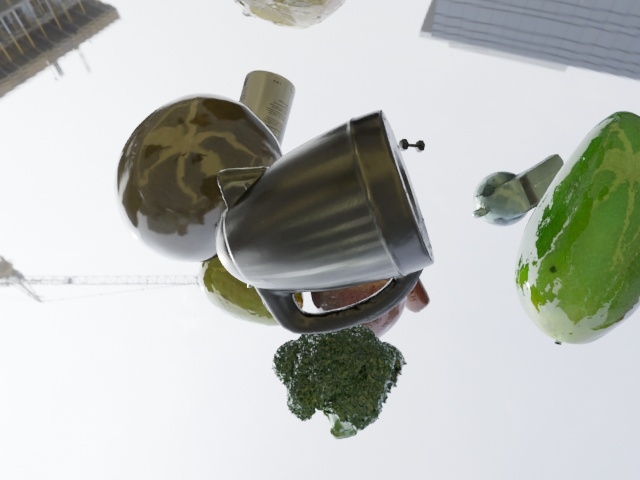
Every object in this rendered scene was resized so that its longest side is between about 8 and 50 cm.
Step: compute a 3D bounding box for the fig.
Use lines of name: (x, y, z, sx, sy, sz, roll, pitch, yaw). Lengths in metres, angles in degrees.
fig: (-0.191, 0.118, 1.416, 0.326, 0.258, 0.258, 39, -114, 23)

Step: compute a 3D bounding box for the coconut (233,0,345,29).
coconut: (-0.082, -0.660, 1.083, 0.405, 0.404, 0.404, -1, -124, 2)

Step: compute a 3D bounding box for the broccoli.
broccoli: (0.031, 0.295, 1.017, 0.269, 0.269, 0.254, 32, -139, 21)

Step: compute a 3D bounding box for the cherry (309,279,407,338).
cherry: (0.106, 0.149, 1.356, 0.221, 0.307, 0.261, -35, -86, -48)

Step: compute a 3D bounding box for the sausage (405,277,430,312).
sausage: (0.254, 0.100, 1.508, 0.089, 0.300, 0.083, -20, -152, 13)

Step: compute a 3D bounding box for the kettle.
kettle: (-0.005, -0.016, 0.663, 0.271, 0.250, 0.207, -18, -123, 14)

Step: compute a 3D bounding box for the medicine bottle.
medicine bottle: (-0.180, -0.341, 1.470, 0.157, 0.157, 0.288, 13, -95, 11)

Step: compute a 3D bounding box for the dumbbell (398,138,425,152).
dumbbell: (0.284, -0.295, 1.540, 0.083, 0.040, 0.036, 0, -98, -21)

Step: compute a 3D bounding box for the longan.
longan: (-0.250, -0.122, 1.043, 0.361, 0.361, 0.360, -1, -124, 2)

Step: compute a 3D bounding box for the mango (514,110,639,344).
mango: (0.438, -0.013, 0.798, 0.201, 0.381, 0.225, 16, -158, 22)

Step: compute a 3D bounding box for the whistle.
whistle: (0.520, -0.127, 1.350, 0.290, 0.163, 0.163, -28, -121, -22)
